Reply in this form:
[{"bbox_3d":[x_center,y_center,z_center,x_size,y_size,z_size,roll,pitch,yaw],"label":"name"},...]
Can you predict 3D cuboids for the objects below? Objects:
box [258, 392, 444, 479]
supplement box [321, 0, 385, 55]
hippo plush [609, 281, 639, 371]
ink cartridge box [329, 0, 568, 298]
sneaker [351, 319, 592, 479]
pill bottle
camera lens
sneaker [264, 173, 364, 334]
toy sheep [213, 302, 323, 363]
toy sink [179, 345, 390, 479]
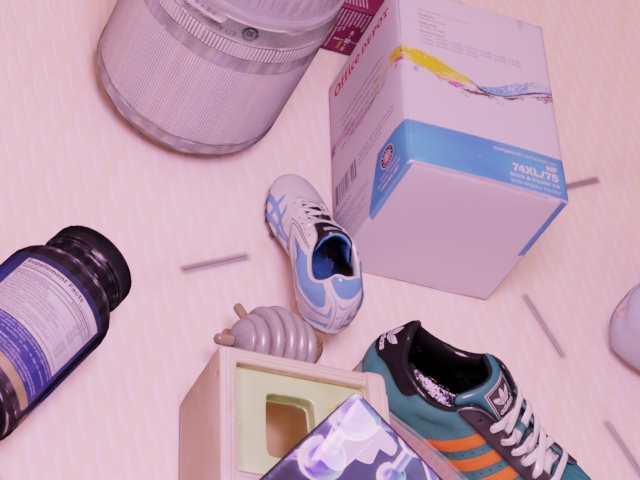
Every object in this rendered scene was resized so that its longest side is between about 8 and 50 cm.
[{"bbox_3d":[0.052,0.372,1.393,0.293,0.212,0.395,-43,84,-12],"label":"box"},{"bbox_3d":[0.046,-0.290,2.101,0.188,0.081,0.104,13,49,-20],"label":"supplement box"},{"bbox_3d":[0.474,0.102,1.964,0.294,0.234,0.236,26,66,40],"label":"hippo plush"},{"bbox_3d":[0.137,-0.112,1.929,0.197,0.198,0.270,13,50,-19],"label":"ink cartridge box"},{"bbox_3d":[0.176,0.196,1.757,0.302,0.121,0.108,34,46,-2],"label":"sneaker"},{"bbox_3d":[-0.276,0.081,1.595,0.123,0.123,0.219,39,45,4],"label":"pill bottle"},{"bbox_3d":[-0.107,-0.243,1.842,0.219,0.274,0.219,15,49,-18],"label":"camera lens"},{"bbox_3d":[0.000,0.000,1.825,0.085,0.086,0.237,14,34,-27],"label":"sneaker"},{"bbox_3d":[-0.053,0.106,1.728,0.132,0.091,0.091,5,53,-33],"label":"toy sheep"},{"bbox_3d":[-0.007,0.211,1.635,0.234,0.131,0.153,14,50,-20],"label":"toy sink"}]
